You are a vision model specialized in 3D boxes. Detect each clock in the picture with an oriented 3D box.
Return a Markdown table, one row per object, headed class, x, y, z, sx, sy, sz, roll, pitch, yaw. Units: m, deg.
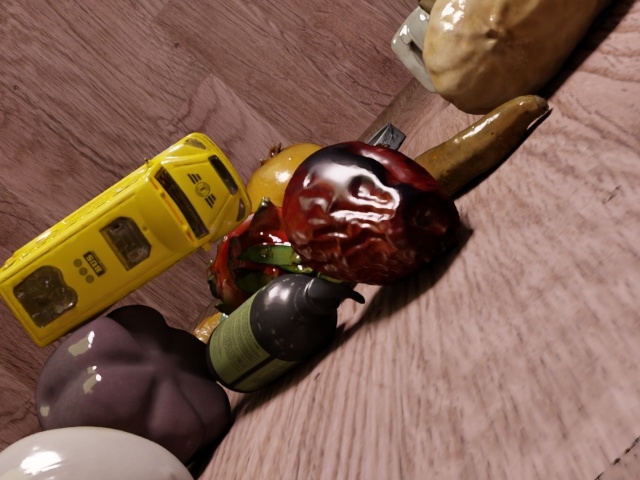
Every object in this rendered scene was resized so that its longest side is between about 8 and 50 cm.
| class | x | y | z | sx | sy | sz | roll | pitch | yaw |
| --- | --- | --- | --- | --- | --- | --- | --- | --- | --- |
| clock | 0.089 | -0.155 | 2.239 | 0.226 | 0.049 | 0.226 | -47 | 5 | 5 |

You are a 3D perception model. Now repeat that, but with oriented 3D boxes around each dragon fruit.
| class | x | y | z | sx | sy | sz | roll | pitch | yaw |
| --- | --- | --- | --- | --- | --- | --- | --- | --- | --- |
| dragon fruit | -0.063 | 0.040 | 1.468 | 0.200 | 0.198 | 0.269 | -28 | 13 | -4 |

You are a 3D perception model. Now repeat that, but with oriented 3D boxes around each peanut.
| class | x | y | z | sx | sy | sz | roll | pitch | yaw |
| --- | --- | --- | --- | --- | --- | --- | --- | --- | --- |
| peanut | 0.269 | -0.314 | 1.270 | 0.387 | 0.169 | 0.192 | -49 | -7 | -13 |

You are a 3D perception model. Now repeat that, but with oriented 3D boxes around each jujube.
| class | x | y | z | sx | sy | sz | roll | pitch | yaw |
| --- | --- | --- | --- | --- | --- | --- | --- | --- | --- |
| jujube | 0.057 | -0.027 | 1.110 | 0.168 | 0.168 | 0.236 | -50 | 23 | -12 |

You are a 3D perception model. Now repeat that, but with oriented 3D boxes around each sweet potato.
| class | x | y | z | sx | sy | sz | roll | pitch | yaw |
| --- | --- | --- | --- | --- | --- | --- | --- | --- | --- |
| sweet potato | 0.166 | -0.098 | 1.213 | 0.081 | 0.062 | 0.233 | -51 | 9 | -34 |

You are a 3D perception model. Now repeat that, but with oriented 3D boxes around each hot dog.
| class | x | y | z | sx | sy | sz | roll | pitch | yaw |
| --- | --- | --- | --- | --- | --- | --- | --- | --- | --- |
| hot dog | -0.222 | 0.206 | 2.072 | 0.084 | 0.073 | 0.242 | -35 | 15 | 49 |

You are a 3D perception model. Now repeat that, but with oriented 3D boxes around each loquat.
| class | x | y | z | sx | sy | sz | roll | pitch | yaw |
| --- | --- | --- | --- | --- | --- | --- | --- | --- | --- |
| loquat | -0.044 | -0.088 | 2.034 | 0.208 | 0.208 | 0.208 | -48 | 6 | 6 |

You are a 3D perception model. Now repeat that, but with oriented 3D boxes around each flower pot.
| class | x | y | z | sx | sy | sz | roll | pitch | yaw |
| --- | --- | --- | --- | --- | --- | --- | --- | --- | --- |
| flower pot | 0.265 | -0.393 | 1.906 | 0.254 | 0.164 | 0.367 | -43 | 5 | -4 |

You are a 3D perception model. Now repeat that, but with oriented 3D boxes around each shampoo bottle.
| class | x | y | z | sx | sy | sz | roll | pitch | yaw |
| --- | --- | --- | --- | --- | --- | --- | --- | --- | --- |
| shampoo bottle | -0.047 | 0.102 | 1.257 | 0.101 | 0.101 | 0.284 | -52 | 6 | -33 |

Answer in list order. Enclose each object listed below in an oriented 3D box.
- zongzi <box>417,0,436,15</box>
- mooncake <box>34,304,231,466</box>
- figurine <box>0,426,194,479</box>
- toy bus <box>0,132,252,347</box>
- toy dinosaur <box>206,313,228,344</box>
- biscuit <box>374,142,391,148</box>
| class | x | y | z | sx | sy | sz | roll | pitch | yaw |
| --- | --- | --- | --- | --- | --- | --- | --- | --- | --- |
| zongzi | 0.311 | -0.467 | 1.468 | 0.323 | 0.160 | 0.360 | -26 | -37 | -52 |
| mooncake | -0.237 | 0.200 | 1.363 | 0.133 | 0.245 | 0.245 | -46 | 6 | 27 |
| figurine | -0.229 | 0.322 | 0.963 | 0.394 | 0.226 | 0.275 | 129 | 151 | -65 |
| toy bus | -0.255 | -0.002 | 1.382 | 0.330 | 0.144 | 0.152 | -33 | 8 | 5 |
| toy dinosaur | -0.223 | 0.231 | 1.887 | 0.120 | 0.079 | 0.292 | -40 | 11 | 25 |
| biscuit | 0.000 | 0.000 | 1.754 | 0.388 | 0.073 | 0.107 | -49 | 7 | 2 |
